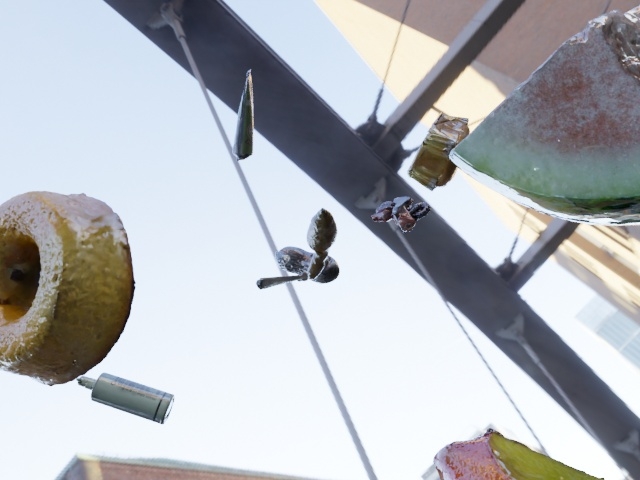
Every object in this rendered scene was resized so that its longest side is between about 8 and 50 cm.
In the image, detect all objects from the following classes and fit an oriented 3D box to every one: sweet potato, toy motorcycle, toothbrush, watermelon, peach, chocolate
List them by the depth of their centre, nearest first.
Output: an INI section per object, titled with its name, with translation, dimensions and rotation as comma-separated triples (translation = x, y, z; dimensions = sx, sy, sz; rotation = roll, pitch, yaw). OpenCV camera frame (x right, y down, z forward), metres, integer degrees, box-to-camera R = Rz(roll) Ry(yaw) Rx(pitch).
[watermelon]
translation = 0.300, -0.117, 0.573
dimensions = 0.193, 0.310, 0.231
rotation = -32, -47, -47
[peach]
translation = 0.246, 0.330, 0.607
dimensions = 0.154, 0.267, 0.158
rotation = -33, -35, -79
[sweet potato]
translation = 0.001, 0.001, 1.379
dimensions = 0.075, 0.075, 0.269
rotation = -18, -37, -23
[toothbrush]
translation = -0.104, 0.111, 1.546
dimensions = 0.031, 0.030, 0.297
rotation = -19, -7, 21
[toy motorcycle]
translation = 0.247, -0.082, 1.762
dimensions = 0.118, 0.212, 0.084
rotation = -51, -58, -25
[chocolate]
translation = -0.044, 0.084, 1.937
dimensions = 0.110, 0.248, 0.110
rotation = -42, -38, -45

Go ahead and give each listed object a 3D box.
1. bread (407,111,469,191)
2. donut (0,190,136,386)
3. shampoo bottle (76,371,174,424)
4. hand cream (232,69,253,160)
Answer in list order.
[bread]
translation = 0.293, -0.217, 1.334
dimensions = 0.241, 0.107, 0.136
rotation = -52, -15, -58
[donut]
translation = -0.422, 0.063, 0.825
dimensions = 0.303, 0.303, 0.110
rotation = -48, -28, 8
[shampoo bottle]
translation = -0.542, 0.428, 1.529
dimensions = 0.262, 0.085, 0.085
rotation = 19, -62, -1
[hand cream]
translation = -0.193, -0.320, 1.434
dimensions = 0.055, 0.086, 0.235
rotation = 6, -70, -8
